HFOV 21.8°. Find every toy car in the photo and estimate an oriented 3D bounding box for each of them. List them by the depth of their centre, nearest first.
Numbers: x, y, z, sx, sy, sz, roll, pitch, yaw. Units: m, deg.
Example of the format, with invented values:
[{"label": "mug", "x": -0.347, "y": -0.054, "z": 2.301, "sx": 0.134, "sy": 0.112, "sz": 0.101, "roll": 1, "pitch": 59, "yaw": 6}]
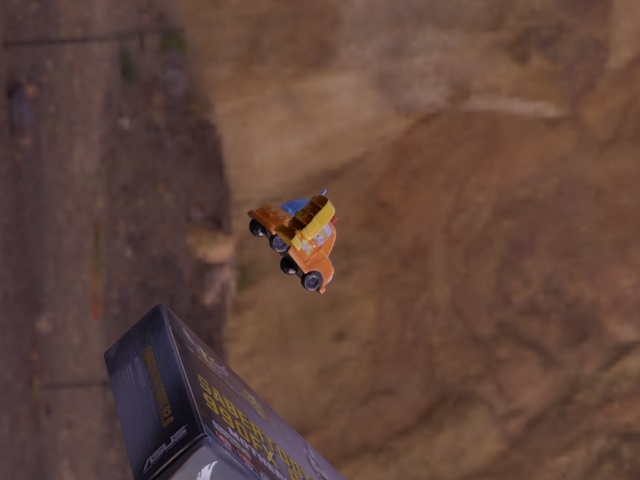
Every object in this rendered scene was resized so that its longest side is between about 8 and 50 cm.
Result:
[{"label": "toy car", "x": 0.000, "y": 0.000, "z": 0.875, "sx": 0.060, "sy": 0.040, "sz": 0.122, "roll": 49, "pitch": -8, "yaw": -12}]

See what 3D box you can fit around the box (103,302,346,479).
[{"label": "box", "x": -0.033, "y": 0.164, "z": 1.054, "sx": 0.231, "sy": 0.056, "sz": 0.183, "roll": 47, "pitch": 6, "yaw": -25}]
